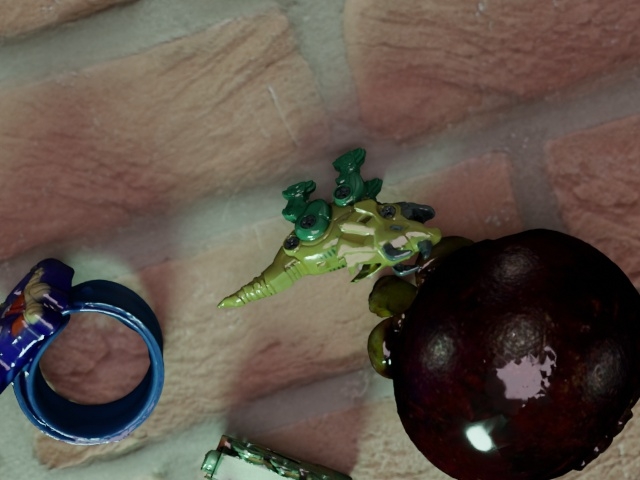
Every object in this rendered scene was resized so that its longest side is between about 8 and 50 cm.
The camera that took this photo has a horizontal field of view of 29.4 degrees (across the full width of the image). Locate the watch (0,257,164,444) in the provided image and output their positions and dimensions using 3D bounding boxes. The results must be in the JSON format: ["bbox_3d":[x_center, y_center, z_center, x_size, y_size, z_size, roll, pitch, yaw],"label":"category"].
[{"bbox_3d":[-0.275,0.134,1.350,0.200,0.171,0.196,36,106,-17],"label":"watch"}]

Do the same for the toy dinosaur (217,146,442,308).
[{"bbox_3d":[0.000,0.000,1.344,0.259,0.153,0.094,-21,137,9],"label":"toy dinosaur"}]

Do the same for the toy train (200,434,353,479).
[{"bbox_3d":[-0.050,0.275,1.391,0.175,0.118,0.074,21,90,0],"label":"toy train"}]

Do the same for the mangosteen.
[{"bbox_3d":[0.203,0.112,1.297,0.297,0.297,0.293,-26,73,1],"label":"mangosteen"}]
